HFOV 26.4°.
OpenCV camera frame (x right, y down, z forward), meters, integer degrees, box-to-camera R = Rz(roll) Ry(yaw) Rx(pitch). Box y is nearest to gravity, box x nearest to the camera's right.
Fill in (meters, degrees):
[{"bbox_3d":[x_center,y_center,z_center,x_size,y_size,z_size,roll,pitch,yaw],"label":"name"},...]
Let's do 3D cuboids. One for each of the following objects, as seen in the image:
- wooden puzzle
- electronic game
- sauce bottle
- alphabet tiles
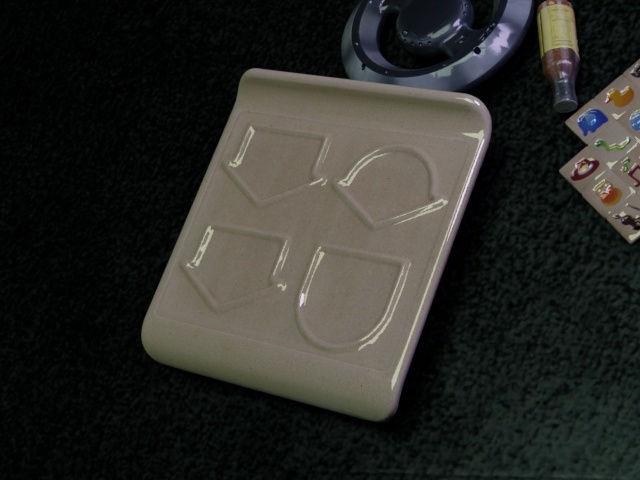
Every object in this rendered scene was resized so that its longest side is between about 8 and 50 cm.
[{"bbox_3d":[0.000,0.000,1.462,0.322,0.080,0.348,11,76,32],"label":"wooden puzzle"},{"bbox_3d":[0.129,-0.243,1.530,0.229,0.048,0.229,-16,52,21],"label":"electronic game"},{"bbox_3d":[0.253,-0.195,1.447,0.042,0.042,0.128,-11,63,22],"label":"sauce bottle"},{"bbox_3d":[0.364,-0.109,1.365,0.237,0.009,0.198,-41,54,4],"label":"alphabet tiles"}]
